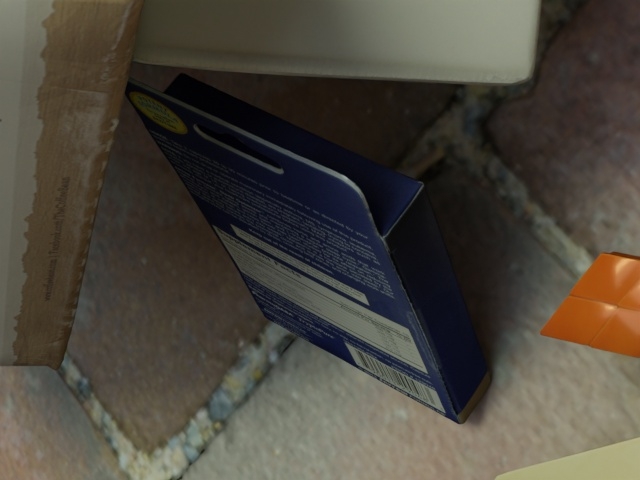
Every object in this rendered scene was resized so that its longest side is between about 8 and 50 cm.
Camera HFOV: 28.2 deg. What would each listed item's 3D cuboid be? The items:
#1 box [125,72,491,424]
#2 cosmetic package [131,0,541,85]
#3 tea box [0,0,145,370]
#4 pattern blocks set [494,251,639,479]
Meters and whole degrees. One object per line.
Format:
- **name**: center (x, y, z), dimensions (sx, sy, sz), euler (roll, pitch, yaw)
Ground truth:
- **box**: center (0.000, 0.000, 0.595), dimensions (0.136, 0.225, 0.036), euler (27, 71, 29)
- **cosmetic package**: center (-0.007, -0.297, 0.539), dimensions (0.230, 0.162, 0.453), euler (-154, 66, -72)
- **tea box**: center (-0.198, -0.144, 0.496), dimensions (0.329, 0.220, 0.323), euler (123, 146, -63)
- **pattern blocks set**: center (0.172, 0.139, 0.511), dimensions (0.325, 0.026, 0.285), euler (-13, 86, 33)
